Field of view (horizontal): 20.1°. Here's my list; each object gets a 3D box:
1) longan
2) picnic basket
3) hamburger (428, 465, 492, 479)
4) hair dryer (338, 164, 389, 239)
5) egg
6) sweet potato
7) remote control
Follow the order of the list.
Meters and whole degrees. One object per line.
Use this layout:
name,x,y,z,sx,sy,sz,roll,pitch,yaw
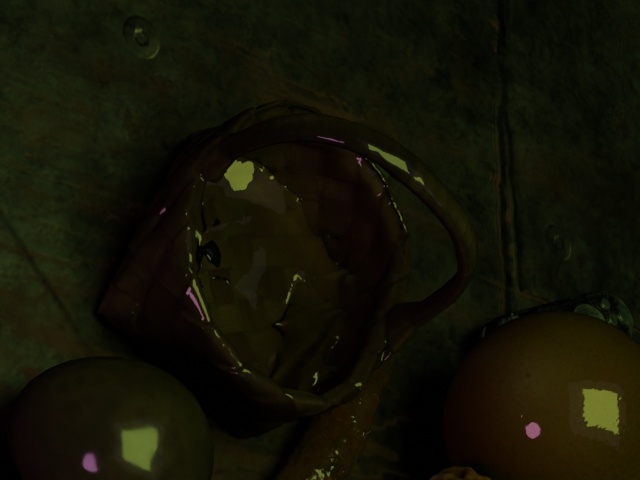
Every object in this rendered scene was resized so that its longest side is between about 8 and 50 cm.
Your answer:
longan,-0.185,0.176,1.597,0.185,0.159,0.204,28,16,-19
picnic basket,0.000,0.000,1.736,0.293,0.337,0.337,43,47,-23
hamburger,0.132,0.320,1.777,0.237,0.237,0.149,-47,125,-45
hair dryer,0.036,-0.039,1.992,0.071,0.047,0.150,23,64,-38
egg,0.268,0.214,1.952,0.322,0.250,0.250,48,42,-47
sweet potato,0.005,0.219,1.825,0.066,0.072,0.314,62,38,-26
remote control,0.270,0.121,2.147,0.266,0.066,0.090,-10,68,-42
